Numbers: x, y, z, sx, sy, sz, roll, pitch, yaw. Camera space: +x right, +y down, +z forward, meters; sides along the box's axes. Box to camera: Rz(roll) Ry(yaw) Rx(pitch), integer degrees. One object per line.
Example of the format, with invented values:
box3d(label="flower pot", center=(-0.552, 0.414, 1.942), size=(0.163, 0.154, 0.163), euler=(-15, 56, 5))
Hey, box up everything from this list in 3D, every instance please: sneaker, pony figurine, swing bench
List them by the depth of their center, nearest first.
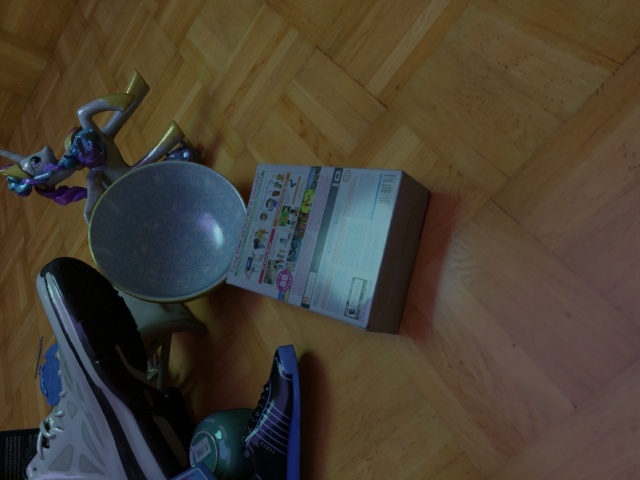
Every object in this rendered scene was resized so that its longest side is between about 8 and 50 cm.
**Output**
box3d(label="sneaker", center=(-0.078, 0.282, 0.711), size=(0.081, 0.091, 0.232), euler=(115, 155, -74))
box3d(label="sneaker", center=(-0.422, 0.268, 0.759), size=(0.258, 0.169, 0.447), euler=(-24, 95, 1))
box3d(label="sneaker", center=(-0.263, 0.370, 0.887), size=(0.089, 0.051, 0.170), euler=(-22, 70, 34))
box3d(label="swing bench", center=(-0.418, 0.216, 0.980), size=(0.253, 0.165, 0.254), euler=(33, 100, 41))
box3d(label="pony figurine", center=(-0.460, -0.143, 1.014), size=(0.363, 0.351, 0.303), euler=(-37, 31, -6))

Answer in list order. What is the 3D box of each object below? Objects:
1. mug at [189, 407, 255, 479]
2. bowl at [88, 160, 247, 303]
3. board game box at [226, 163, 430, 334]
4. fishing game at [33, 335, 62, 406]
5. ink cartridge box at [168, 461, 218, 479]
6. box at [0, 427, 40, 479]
box3d(label="mug", center=(-0.163, 0.369, 0.768), size=(0.129, 0.097, 0.157), euler=(4, 81, 40))
box3d(label="bowl", center=(-0.286, 0.001, 0.908), size=(0.156, 0.290, 0.289), euler=(110, 154, -67))
box3d(label="board game box", center=(0.000, 0.000, 0.731), size=(0.303, 0.097, 0.224), euler=(12, 85, 40))
box3d(label="fishing game", center=(-0.743, 0.388, 1.293), size=(0.264, 0.041, 0.189), euler=(10, 93, 36))
box3d(label="ink cartridge box", center=(-0.105, 0.530, 0.574), size=(0.395, 0.151, 0.270), euler=(24, 122, 41))
box3d(label="box", center=(-0.557, 0.509, 0.932), size=(0.296, 0.294, 0.182), euler=(-37, 57, 27))
